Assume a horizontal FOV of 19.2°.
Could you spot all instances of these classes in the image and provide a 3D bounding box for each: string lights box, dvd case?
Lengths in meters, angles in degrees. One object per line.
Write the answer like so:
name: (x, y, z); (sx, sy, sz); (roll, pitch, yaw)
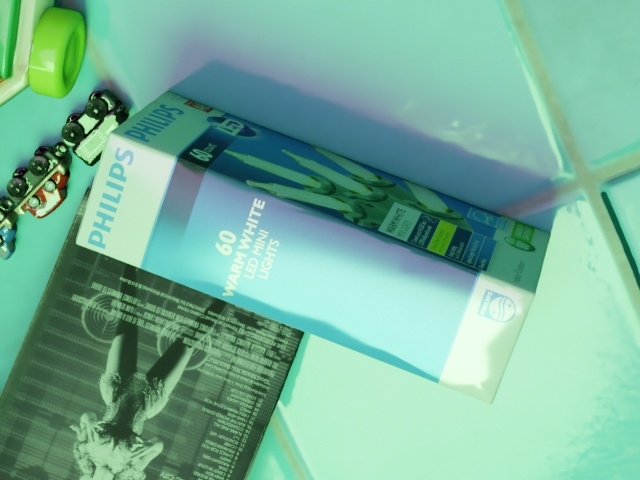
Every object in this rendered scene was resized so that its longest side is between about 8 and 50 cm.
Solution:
string lights box: (0.000, 0.000, 1.132); (0.259, 0.133, 0.077); (21, 108, 4)
dvd case: (-0.112, 0.096, 1.191); (0.164, 0.018, 0.221); (21, 80, 5)

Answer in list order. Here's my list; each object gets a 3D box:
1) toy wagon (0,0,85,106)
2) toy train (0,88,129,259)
toy wagon: (-0.267, -0.233, 1.154); (0.267, 0.068, 0.344); (12, 107, 7)
toy train: (-0.180, -0.034, 1.215); (0.036, 0.027, 0.158); (43, 108, -14)
